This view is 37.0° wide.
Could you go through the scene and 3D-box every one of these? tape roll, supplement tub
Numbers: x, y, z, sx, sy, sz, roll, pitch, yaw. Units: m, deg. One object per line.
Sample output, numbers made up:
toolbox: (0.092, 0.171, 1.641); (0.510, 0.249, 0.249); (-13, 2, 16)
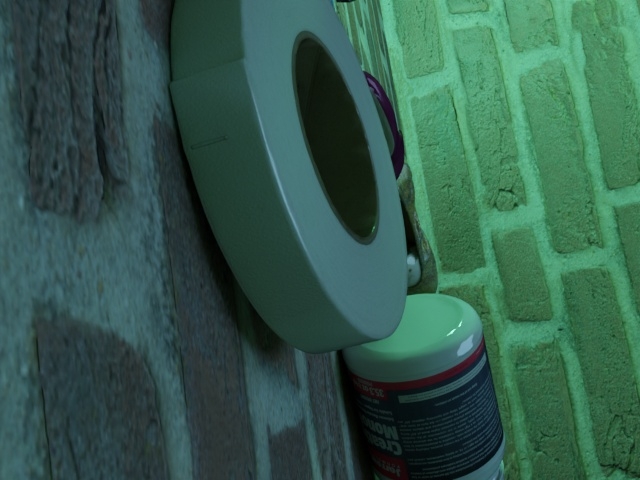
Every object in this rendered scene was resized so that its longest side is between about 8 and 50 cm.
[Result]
tape roll: (-0.014, -0.087, 0.904); (0.392, 0.072, 0.392); (-15, 90, -72)
supplement tub: (0.146, 0.228, 1.310); (0.191, 0.191, 0.272); (-78, 156, -66)

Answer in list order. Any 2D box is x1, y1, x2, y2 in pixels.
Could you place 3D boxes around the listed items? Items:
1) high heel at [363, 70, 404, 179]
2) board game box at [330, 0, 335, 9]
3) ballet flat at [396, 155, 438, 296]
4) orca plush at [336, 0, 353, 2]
high heel: (0.067, -0.179, 1.408); (0.377, 0.127, 0.181); (90, 16, -65)
board game box: (0.002, -0.298, 1.476); (0.210, 0.047, 0.160); (-83, 160, -62)
ballet flat: (0.136, -0.007, 1.800); (0.123, 0.123, 0.348); (-85, 162, -58)
orca plush: (0.033, -0.607, 1.842); (0.102, 0.151, 0.287); (31, -37, 60)
